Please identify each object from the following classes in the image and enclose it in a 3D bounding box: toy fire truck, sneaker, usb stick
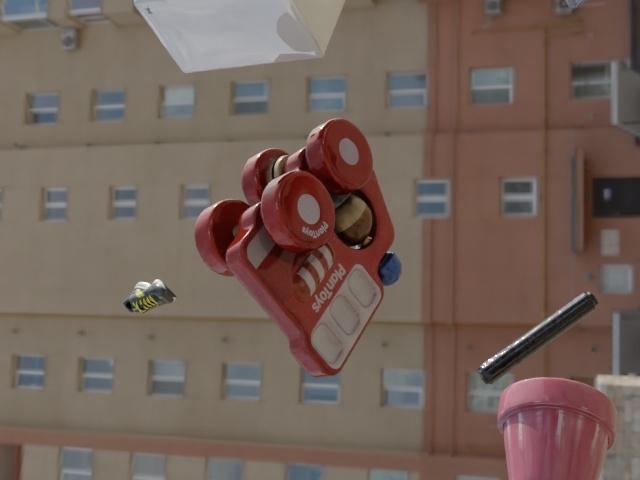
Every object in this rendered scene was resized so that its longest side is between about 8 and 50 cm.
[{"bbox_3d":[0.000,0.000,1.199,0.254,0.169,0.302,54,-135,-19],"label":"toy fire truck"},{"bbox_3d":[-0.185,0.065,0.974,0.031,0.083,0.035,50,-119,-19],"label":"sneaker"},{"bbox_3d":[0.432,0.196,1.797,0.045,0.278,0.077,54,180,12],"label":"usb stick"}]

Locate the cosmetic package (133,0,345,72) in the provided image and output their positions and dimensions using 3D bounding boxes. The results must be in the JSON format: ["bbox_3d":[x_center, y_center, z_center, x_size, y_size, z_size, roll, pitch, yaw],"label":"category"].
[{"bbox_3d":[-0.085,-0.352,1.181,0.138,0.224,0.225,57,-136,-44],"label":"cosmetic package"}]

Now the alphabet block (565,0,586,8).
[{"bbox_3d":[0.241,-0.335,0.755,0.197,0.192,0.193,57,-163,0],"label":"alphabet block"}]

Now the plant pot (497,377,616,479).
[{"bbox_3d":[0.396,0.359,1.522,0.201,0.201,0.180,72,-153,-47],"label":"plant pot"}]
